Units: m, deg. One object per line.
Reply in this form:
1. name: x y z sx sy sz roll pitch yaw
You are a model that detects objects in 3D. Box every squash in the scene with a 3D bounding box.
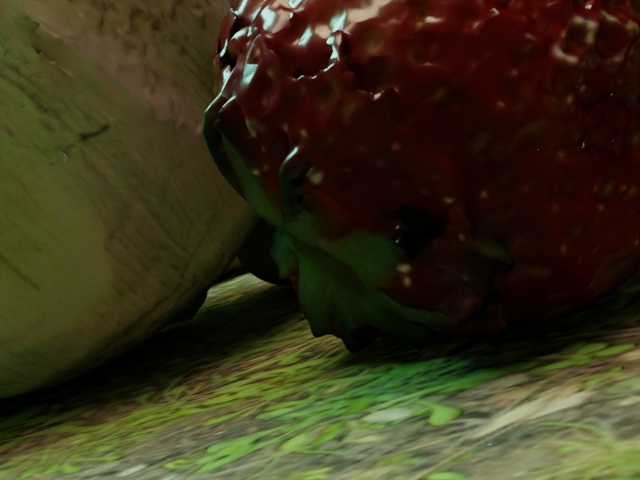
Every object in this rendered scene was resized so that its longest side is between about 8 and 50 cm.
1. squash: 0.000 0.000 1.015 0.083 0.083 0.250 -19 10 -17

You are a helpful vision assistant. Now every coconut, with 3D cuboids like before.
1. coconut: -0.202 -0.066 0.978 0.404 0.405 0.404 -17 6 2

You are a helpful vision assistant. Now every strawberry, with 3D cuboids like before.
1. strawberry: 0.083 -0.085 0.730 0.288 0.238 0.250 -44 25 -15

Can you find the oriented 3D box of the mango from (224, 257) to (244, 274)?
1. mango: -0.132 0.001 1.283 0.178 0.090 0.115 -17 18 -25
